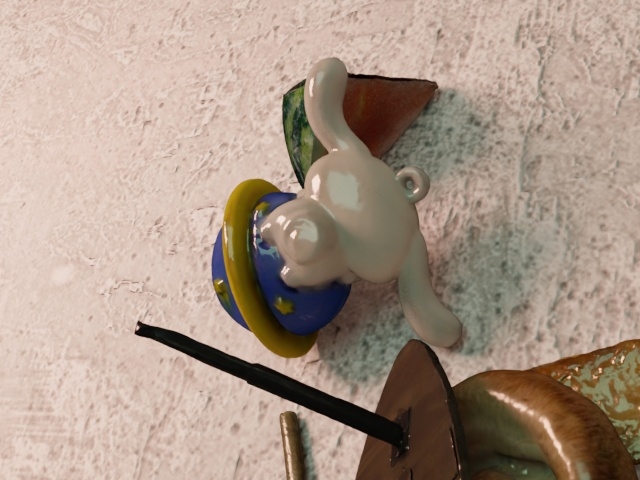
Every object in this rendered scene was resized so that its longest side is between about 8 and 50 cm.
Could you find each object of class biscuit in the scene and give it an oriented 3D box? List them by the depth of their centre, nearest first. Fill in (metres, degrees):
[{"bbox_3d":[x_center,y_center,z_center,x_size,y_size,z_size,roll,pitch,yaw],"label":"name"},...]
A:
[{"bbox_3d":[0.217,0.165,1.093,0.247,0.029,0.118,-19,60,21],"label":"biscuit"}]

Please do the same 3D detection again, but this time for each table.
[{"bbox_3d":[-0.047,0.204,0.976,0.317,0.249,0.317,-167,90,-76],"label":"table"}]

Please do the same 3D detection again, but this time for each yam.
[{"bbox_3d":[-0.026,0.224,1.215,0.021,0.021,0.116,-25,47,16],"label":"yam"}]

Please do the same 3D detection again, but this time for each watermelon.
[{"bbox_3d":[0.022,-0.156,1.370,0.136,0.207,0.202,38,65,17],"label":"watermelon"}]

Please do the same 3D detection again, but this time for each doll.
[{"bbox_3d":[-0.016,-0.024,1.224,0.243,0.160,0.310,-11,89,41],"label":"doll"}]

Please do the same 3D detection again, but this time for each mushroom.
[{"bbox_3d":[0.152,0.245,0.994,0.278,0.146,0.278,-27,54,43],"label":"mushroom"}]
